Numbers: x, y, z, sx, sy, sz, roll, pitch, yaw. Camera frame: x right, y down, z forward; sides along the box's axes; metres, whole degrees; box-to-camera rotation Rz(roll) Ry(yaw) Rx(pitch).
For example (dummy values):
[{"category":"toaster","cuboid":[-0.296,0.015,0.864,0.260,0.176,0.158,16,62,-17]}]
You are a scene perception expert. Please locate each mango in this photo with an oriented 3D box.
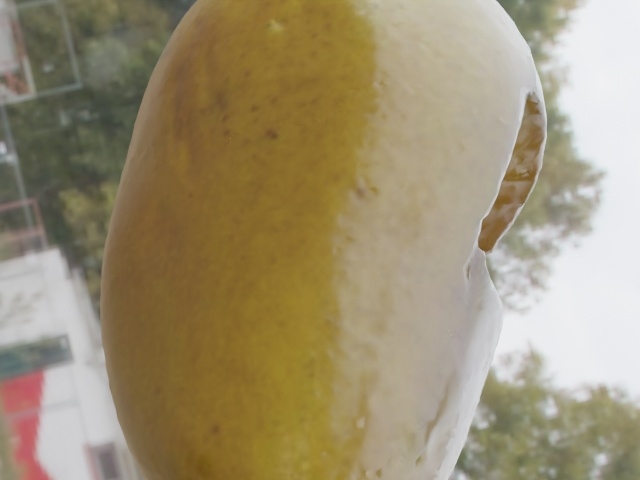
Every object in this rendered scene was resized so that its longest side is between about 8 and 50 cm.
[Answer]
[{"category":"mango","cuboid":[0.000,0.000,0.540,0.130,0.167,0.262,40,49,-39]}]
